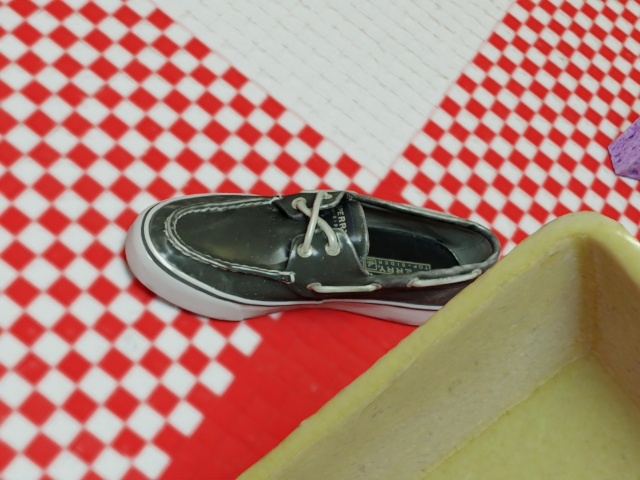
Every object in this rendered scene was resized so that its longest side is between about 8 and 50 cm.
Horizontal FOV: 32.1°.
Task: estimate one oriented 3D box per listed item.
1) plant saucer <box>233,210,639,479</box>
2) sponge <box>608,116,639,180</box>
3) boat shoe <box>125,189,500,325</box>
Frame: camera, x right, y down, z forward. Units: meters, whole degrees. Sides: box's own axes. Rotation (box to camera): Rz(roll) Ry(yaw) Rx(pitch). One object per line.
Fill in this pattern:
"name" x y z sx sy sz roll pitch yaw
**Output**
"plant saucer" 0.088 0.212 0.438 0.333 0.333 0.081 52 17 11
"sponge" 0.338 -0.072 0.837 0.210 0.117 0.031 10 54 -22
"boat shoe" 0.000 0.000 0.644 0.219 0.070 0.078 5 58 -25
